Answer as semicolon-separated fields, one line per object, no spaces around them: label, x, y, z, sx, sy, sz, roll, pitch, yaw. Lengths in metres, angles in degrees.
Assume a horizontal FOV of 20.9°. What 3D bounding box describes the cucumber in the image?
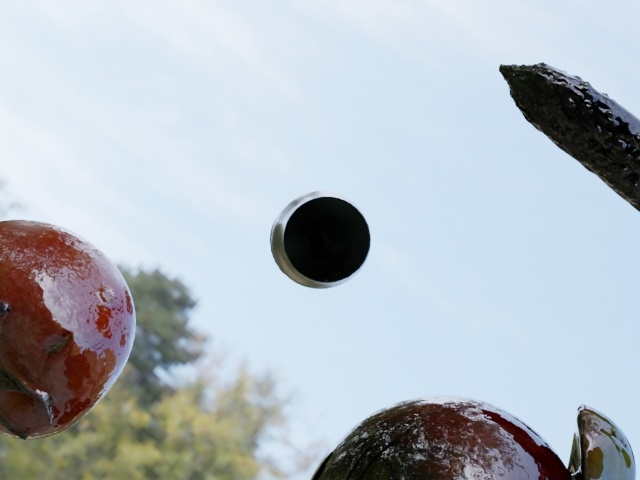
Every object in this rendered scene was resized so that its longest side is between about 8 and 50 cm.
cucumber;0.280;-0.066;1.534;0.300;0.072;0.072;37;-21;-6

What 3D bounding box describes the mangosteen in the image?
mangosteen;0.084;0.164;0.857;0.200;0.200;0.200;33;-22;16

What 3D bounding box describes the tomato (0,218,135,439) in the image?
tomato;-0.222;0.063;1.313;0.167;0.167;0.167;33;-22;16

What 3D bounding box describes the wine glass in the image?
wine glass;0.000;0.000;1.604;0.093;0.093;0.202;41;-1;-2
